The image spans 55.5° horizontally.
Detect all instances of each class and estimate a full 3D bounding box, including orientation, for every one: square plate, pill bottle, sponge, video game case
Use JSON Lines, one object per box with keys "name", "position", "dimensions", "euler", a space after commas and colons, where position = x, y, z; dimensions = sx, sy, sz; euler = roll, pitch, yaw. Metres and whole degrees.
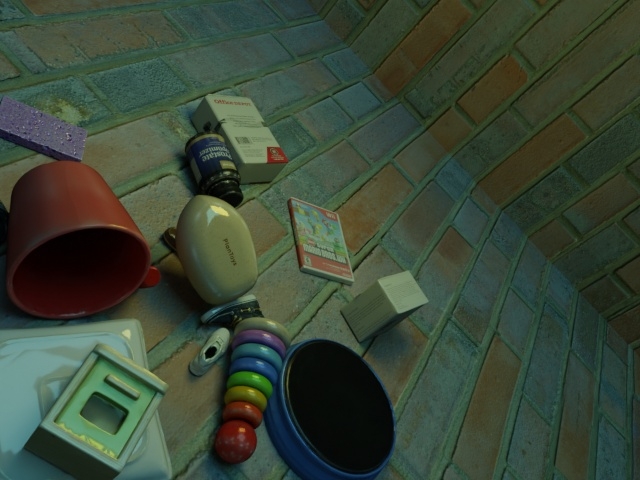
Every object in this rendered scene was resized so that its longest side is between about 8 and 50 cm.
{"name": "square plate", "position": [-0.463, 0.303, 1.124], "dimensions": [0.347, 0.049, 0.344], "euler": [1, 57, -38]}
{"name": "pill bottle", "position": [-0.302, -0.197, 1.753], "dimensions": [0.122, 0.123, 0.219], "euler": [1, 55, -46]}
{"name": "sponge", "position": [-0.688, -0.268, 1.500], "dimensions": [0.210, 0.031, 0.117], "euler": [22, 42, -31]}
{"name": "video game case", "position": [0.000, 0.000, 1.959], "dimensions": [0.204, 0.025, 0.285], "euler": [18, 44, -34]}

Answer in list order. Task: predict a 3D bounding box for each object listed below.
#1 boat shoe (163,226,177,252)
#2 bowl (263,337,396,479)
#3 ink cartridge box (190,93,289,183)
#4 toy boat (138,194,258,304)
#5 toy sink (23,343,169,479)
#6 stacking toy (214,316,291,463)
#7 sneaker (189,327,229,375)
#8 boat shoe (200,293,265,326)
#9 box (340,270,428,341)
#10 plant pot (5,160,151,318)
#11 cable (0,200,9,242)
{"name": "boat shoe", "position": [-0.320, 0.015, 1.579], "dimensions": [0.178, 0.060, 0.064], "euler": [35, 37, -16]}
{"name": "bowl", "position": [0.033, 0.424, 1.533], "dimensions": [0.391, 0.077, 0.391], "euler": [27, 39, -25]}
{"name": "ink cartridge box", "position": [-0.257, -0.319, 1.926], "dimensions": [0.197, 0.114, 0.273], "euler": [-10, 63, -49]}
{"name": "toy boat", "position": [-0.308, 0.038, 1.433], "dimensions": [0.318, 0.148, 0.268], "euler": [-21, 101, -34]}
{"name": "toy sink", "position": [-0.374, 0.283, 1.074], "dimensions": [0.152, 0.131, 0.234], "euler": [36, 43, -10]}
{"name": "stacking toy", "position": [-0.164, 0.343, 1.381], "dimensions": [0.141, 0.141, 0.330], "euler": [31, 45, -21]}
{"name": "sneaker", "position": [-0.246, 0.253, 1.425], "dimensions": [0.053, 0.061, 0.152], "euler": [41, 34, -5]}
{"name": "boat shoe", "position": [-0.210, 0.193, 1.516], "dimensions": [0.183, 0.065, 0.083], "euler": [-15, 68, -51]}
{"name": "box", "position": [0.192, 0.196, 1.829], "dimensions": [0.182, 0.181, 0.119], "euler": [-11, 64, -50]}
{"name": "plant pot", "position": [-0.513, -0.015, 1.256], "dimensions": [0.274, 0.275, 0.243], "euler": [8, 40, -42]}
{"name": "cable", "position": [-0.719, -0.031, 1.233], "dimensions": [0.150, 0.047, 0.185], "euler": [34, 34, -25]}
